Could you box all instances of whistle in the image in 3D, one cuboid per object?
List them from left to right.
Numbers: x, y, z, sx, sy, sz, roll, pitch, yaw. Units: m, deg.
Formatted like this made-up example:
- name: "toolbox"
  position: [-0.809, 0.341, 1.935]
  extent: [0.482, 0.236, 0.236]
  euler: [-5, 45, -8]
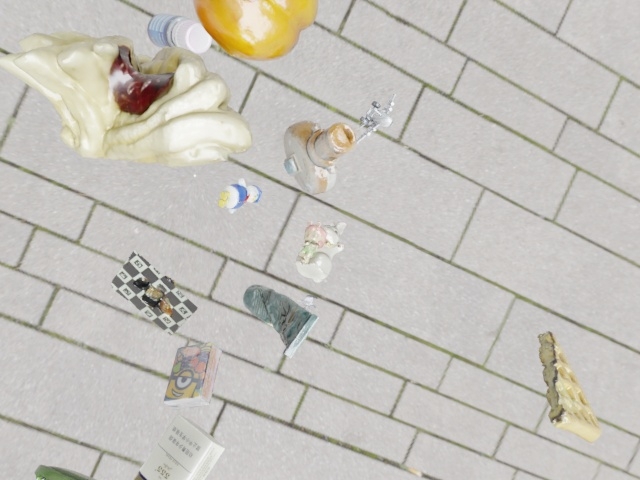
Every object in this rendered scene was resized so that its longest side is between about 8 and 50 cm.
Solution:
- name: "whistle"
  position: [-0.006, -0.118, 0.877]
  extent: [0.057, 0.220, 0.107]
  euler: [-23, 95, -17]

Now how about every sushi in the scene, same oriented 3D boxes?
- name: "sushi"
  position: [-0.411, 0.126, 1.608]
  extent: [0.210, 0.192, 0.040]
  euler: [42, 43, -7]

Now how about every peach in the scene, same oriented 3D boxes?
- name: "peach"
  position: [-0.067, -0.269, 0.712]
  extent: [0.138, 0.138, 0.138]
  euler: [-1, 96, -11]

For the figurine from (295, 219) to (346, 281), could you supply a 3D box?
- name: "figurine"
  position: [0.008, 0.001, 1.285]
  extent: [0.081, 0.098, 0.146]
  euler: [17, 63, 13]

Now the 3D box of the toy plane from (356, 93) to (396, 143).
- name: "toy plane"
  position: [0.147, -0.317, 1.648]
  extent: [0.065, 0.171, 0.162]
  euler: [38, 92, -12]

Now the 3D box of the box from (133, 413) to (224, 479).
- name: "box"
  position: [-0.389, 0.614, 1.693]
  extent: [0.259, 0.168, 0.071]
  euler: [-57, 141, -11]

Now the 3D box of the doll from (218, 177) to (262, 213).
- name: "doll"
  position: [-0.194, -0.111, 1.571]
  extent: [0.057, 0.143, 0.099]
  euler: [37, 119, 25]

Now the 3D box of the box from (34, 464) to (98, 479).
- name: "box"
  position: [-0.283, 0.469, 0.905]
  extent: [0.252, 0.329, 0.178]
  euler: [14, 58, 15]

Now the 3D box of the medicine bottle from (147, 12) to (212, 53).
- name: "medicine bottle"
  position: [-0.322, -0.473, 1.465]
  extent: [0.083, 0.203, 0.084]
  euler: [-16, 117, -34]

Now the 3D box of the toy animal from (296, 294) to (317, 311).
- name: "toy animal"
  position: [-0.037, 0.162, 1.633]
  extent: [0.050, 0.084, 0.028]
  euler: [0, 60, -20]

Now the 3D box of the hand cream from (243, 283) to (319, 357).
- name: "hand cream"
  position: [-0.081, 0.126, 1.109]
  extent: [0.052, 0.248, 0.075]
  euler: [11, 96, -25]

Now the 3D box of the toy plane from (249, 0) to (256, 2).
- name: "toy plane"
  position: [-0.113, -0.269, 0.561]
  extent: [0.189, 0.061, 0.130]
  euler: [-13, 97, -12]

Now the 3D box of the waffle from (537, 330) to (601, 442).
- name: "waffle"
  position: [0.267, 0.153, 0.736]
  extent: [0.023, 0.153, 0.097]
  euler: [-38, 131, 26]

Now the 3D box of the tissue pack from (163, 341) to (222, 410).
- name: "tissue pack"
  position: [-0.302, 0.321, 1.517]
  extent: [0.108, 0.148, 0.060]
  euler: [-13, 137, 22]

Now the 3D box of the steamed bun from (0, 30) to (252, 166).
- name: "steamed bun"
  position: [-0.277, -0.206, 0.866]
  extent: [0.247, 0.428, 0.189]
  euler: [-25, 116, -17]
